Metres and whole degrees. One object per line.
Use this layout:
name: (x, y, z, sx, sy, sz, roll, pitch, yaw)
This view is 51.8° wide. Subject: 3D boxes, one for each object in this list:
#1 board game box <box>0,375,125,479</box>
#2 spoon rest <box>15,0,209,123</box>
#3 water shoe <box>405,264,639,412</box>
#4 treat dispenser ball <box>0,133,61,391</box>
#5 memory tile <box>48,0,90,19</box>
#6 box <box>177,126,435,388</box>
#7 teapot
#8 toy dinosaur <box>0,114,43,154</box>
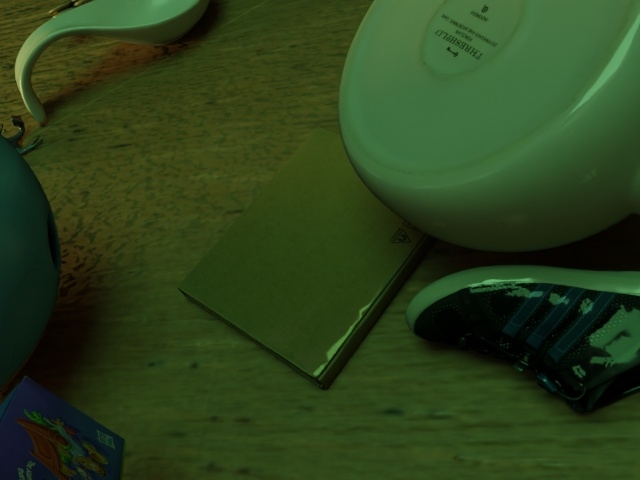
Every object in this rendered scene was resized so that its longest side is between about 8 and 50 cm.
board game box: (-0.233, 0.255, 0.296, 0.347, 0.078, 0.233, -51, 16, -1)
spoon rest: (-0.252, -0.254, 0.794, 0.276, 0.084, 0.137, -37, 49, -5)
water shoe: (0.150, 0.063, 0.409, 0.203, 0.073, 0.080, -3, 57, 20)
treat dispenser ball: (-0.352, 0.019, 0.502, 0.288, 0.288, 0.288, -11, 53, 14)
memory tile: (-0.286, -0.336, 0.884, 0.148, 0.012, 0.113, -21, 24, 9)
box: (0.000, 0.000, 0.548, 0.164, 0.021, 0.201, 26, 69, 34)
teapot: (0.147, -0.095, 0.453, 0.253, 0.187, 0.256, -15, 59, 40)
toy dinosaur: (-0.375, -0.111, 0.770, 0.090, 0.047, 0.082, -26, 31, 16)
